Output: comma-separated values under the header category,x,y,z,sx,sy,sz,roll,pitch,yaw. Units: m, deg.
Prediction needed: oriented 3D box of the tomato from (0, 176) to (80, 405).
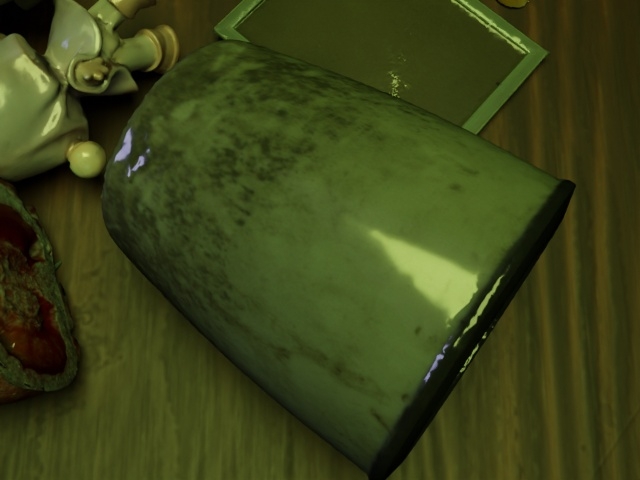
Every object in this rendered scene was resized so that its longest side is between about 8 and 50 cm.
category,x,y,z,sx,sy,sz,roll,pitch,yaw
tomato,-0.335,0.056,0.786,0.155,0.181,0.214,-19,73,7

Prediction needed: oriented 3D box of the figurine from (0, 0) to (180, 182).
category,x,y,z,sx,sy,sz,roll,pitch,yaw
figurine,-0.268,-0.156,0.859,0.276,0.133,0.200,-39,75,-14

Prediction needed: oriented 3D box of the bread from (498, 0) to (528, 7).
category,x,y,z,sx,sy,sz,roll,pitch,yaw
bread,0.208,-0.320,0.980,0.049,0.103,0.062,-14,30,-18

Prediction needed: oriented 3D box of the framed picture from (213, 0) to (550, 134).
category,x,y,z,sx,sy,sz,roll,pitch,yaw
framed picture,0.067,-0.214,0.952,0.293,0.018,0.231,40,75,10

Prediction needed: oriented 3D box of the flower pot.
category,x,y,z,sx,sy,sz,roll,pitch,yaw
flower pot,0.000,0.000,0.752,0.330,0.293,0.293,31,74,13

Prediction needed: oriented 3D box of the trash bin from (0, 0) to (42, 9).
category,x,y,z,sx,sy,sz,roll,pitch,yaw
trash bin,-0.403,-0.309,0.829,0.250,0.219,0.219,-19,62,17
